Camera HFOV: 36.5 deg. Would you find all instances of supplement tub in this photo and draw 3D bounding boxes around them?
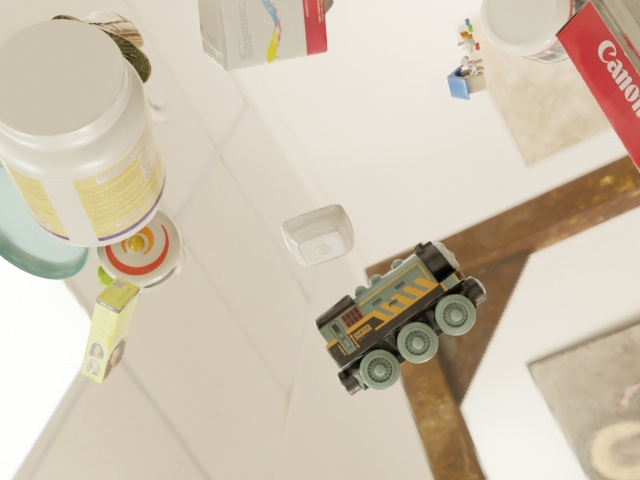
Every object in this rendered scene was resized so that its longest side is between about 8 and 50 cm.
[{"bbox_3d":[-0.378,-0.159,1.512,0.331,0.241,0.241,92,162,-64],"label":"supplement tub"},{"bbox_3d":[0.479,-0.482,2.088,0.272,0.191,0.191,-7,-109,-57],"label":"supplement tub"}]

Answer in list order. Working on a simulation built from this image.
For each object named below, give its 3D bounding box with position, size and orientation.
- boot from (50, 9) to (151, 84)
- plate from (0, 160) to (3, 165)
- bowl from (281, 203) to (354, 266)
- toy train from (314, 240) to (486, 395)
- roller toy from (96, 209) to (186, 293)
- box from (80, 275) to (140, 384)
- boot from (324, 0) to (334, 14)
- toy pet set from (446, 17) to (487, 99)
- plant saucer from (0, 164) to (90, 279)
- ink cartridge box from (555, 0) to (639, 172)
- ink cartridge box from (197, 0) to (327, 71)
[{"bbox_3d":[-0.423,-0.414,2.035,0.236,0.089,0.269,33,-164,-1],"label":"boot"},{"bbox_3d":[-0.549,-0.223,1.803,0.024,0.188,0.188,35,-147,-58],"label":"plate"},{"bbox_3d":[0.000,0.000,1.999,0.142,0.142,0.053,65,-172,-52],"label":"bowl"},{"bbox_3d":[0.148,0.148,1.851,0.190,0.334,0.142,54,-179,5],"label":"toy train"},{"bbox_3d":[-0.408,0.016,2.213,0.146,0.191,0.209,91,-171,-78],"label":"roller toy"},{"bbox_3d":[-0.438,0.189,2.014,0.058,0.232,0.087,26,-141,7],"label":"box"},{"bbox_3d":[-0.126,-0.622,2.243,0.264,0.096,0.280,-16,-115,-35],"label":"boot"},{"bbox_3d":[0.254,-0.319,1.738,0.122,0.065,0.114,-92,-14,-56],"label":"toy pet set"},{"bbox_3d":[-0.641,-0.048,2.150,0.317,0.318,0.043,58,-142,-23],"label":"plant saucer"},{"bbox_3d":[0.522,-0.253,1.546,0.272,0.130,0.309,1,-126,-36],"label":"ink cartridge box"},{"bbox_3d":[-0.097,-0.359,1.552,0.128,0.176,0.127,-135,35,-55],"label":"ink cartridge box"}]
